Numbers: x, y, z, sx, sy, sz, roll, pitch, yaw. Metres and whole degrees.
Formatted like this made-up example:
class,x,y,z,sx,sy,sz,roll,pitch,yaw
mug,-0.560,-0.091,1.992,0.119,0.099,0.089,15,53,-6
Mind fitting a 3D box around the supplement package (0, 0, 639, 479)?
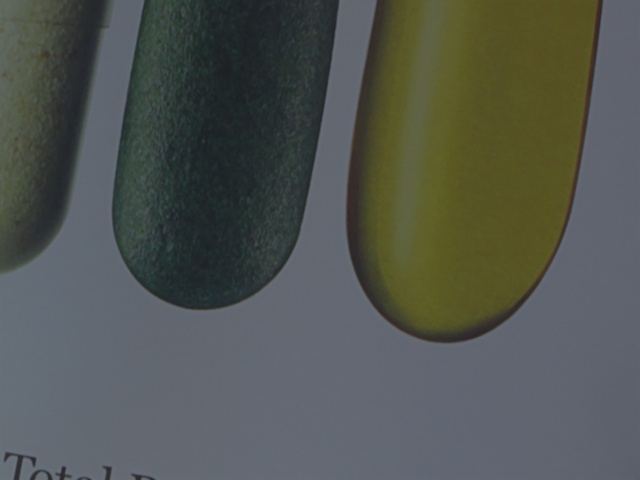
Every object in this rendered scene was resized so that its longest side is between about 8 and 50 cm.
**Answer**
class,x,y,z,sx,sy,sz,roll,pitch,yaw
supplement package,0.000,0.000,0.437,0.198,0.199,0.262,53,46,-78
